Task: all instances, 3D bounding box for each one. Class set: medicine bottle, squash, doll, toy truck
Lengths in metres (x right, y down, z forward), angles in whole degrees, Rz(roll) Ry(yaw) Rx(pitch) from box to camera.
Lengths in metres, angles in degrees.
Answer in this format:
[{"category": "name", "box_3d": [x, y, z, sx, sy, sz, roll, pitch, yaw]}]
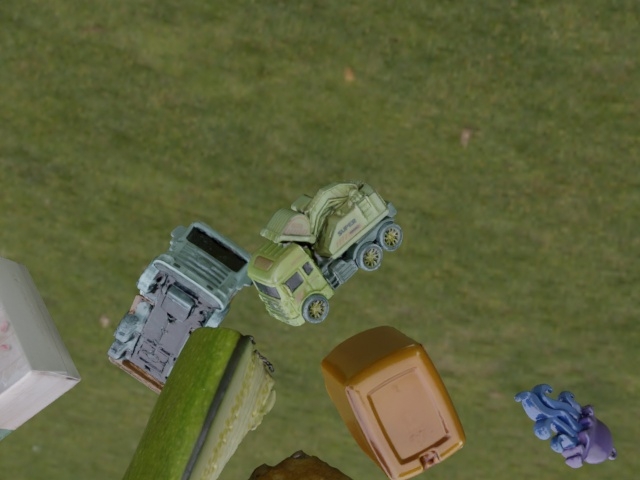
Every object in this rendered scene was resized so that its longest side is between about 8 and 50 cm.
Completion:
[{"category": "medicine bottle", "box_3d": [0.078, 0.190, 1.520, 0.149, 0.112, 0.222, 64, 171, -11]}, {"category": "squash", "box_3d": [-0.138, 0.218, 1.221, 0.093, 0.252, 0.169, 18, 162, 16]}, {"category": "doll", "box_3d": [0.370, 0.275, 1.846, 0.206, 0.110, 0.067, 35, 145, -19]}, {"category": "toy truck", "box_3d": [0.000, 0.000, 1.440, 0.085, 0.191, 0.116, 21, 150, 56]}, {"category": "toy truck", "box_3d": [-0.198, 0.099, 1.816, 0.136, 0.162, 0.305, 34, 141, 1]}]

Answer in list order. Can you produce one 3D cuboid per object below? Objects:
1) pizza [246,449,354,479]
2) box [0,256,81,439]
[{"category": "pizza", "box_3d": [-0.030, 0.423, 1.754, 0.408, 0.278, 0.114, -3, 119, -16]}, {"category": "box", "box_3d": [-0.336, 0.123, 1.132, 0.199, 0.135, 0.081, -37, 157, 11]}]
